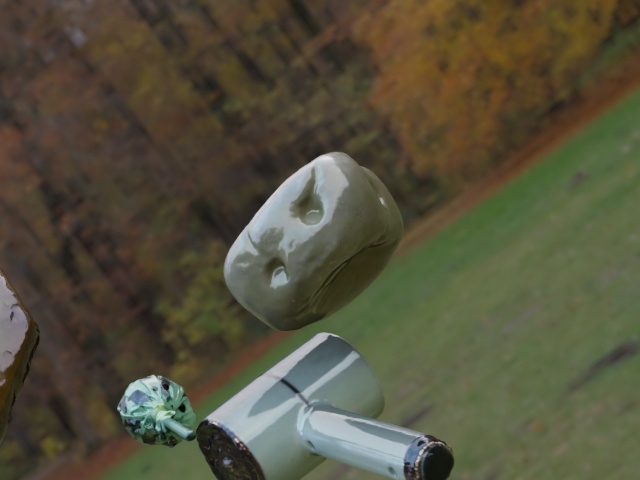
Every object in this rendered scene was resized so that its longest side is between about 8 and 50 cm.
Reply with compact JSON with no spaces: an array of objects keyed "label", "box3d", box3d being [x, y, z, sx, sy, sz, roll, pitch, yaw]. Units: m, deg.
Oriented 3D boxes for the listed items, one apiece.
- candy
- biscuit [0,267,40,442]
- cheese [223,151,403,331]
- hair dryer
[{"label":"candy","box3d":[-0.168,0.208,2.134,0.083,0.091,0.305,-65,14,-5]},{"label":"biscuit","box3d":[-0.382,0.104,1.373,0.359,0.359,0.046,-37,-35,-19]},{"label":"cheese","box3d":[0.000,0.000,2.157,0.235,0.117,0.218,-34,-21,-29]},{"label":"hair dryer","box3d":[0.035,0.223,2.117,0.203,0.128,0.362,-35,25,-28]}]
